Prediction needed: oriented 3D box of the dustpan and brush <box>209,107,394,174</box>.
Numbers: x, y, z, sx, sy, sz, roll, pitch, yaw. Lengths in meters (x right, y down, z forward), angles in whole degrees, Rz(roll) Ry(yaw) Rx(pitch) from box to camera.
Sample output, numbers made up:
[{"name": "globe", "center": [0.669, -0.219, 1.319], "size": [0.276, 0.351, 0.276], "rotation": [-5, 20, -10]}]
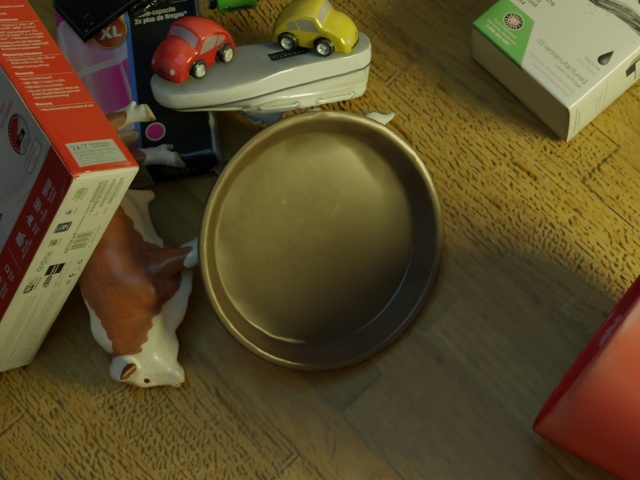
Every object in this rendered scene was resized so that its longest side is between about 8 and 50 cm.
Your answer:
[{"name": "dustpan and brush", "center": [-0.007, -0.116, 1.436], "size": [0.211, 0.147, 0.060], "rotation": [-33, 96, -25]}]

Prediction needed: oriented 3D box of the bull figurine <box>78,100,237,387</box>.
[{"name": "bull figurine", "center": [-0.203, 0.006, 1.383], "size": [0.188, 0.101, 0.310], "rotation": [-32, 83, -2]}]

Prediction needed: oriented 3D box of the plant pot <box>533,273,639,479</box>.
[{"name": "plant pot", "center": [0.379, 0.142, 1.207], "size": [0.243, 0.275, 0.275], "rotation": [36, 77, 10]}]

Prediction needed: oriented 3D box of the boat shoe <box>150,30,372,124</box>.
[{"name": "boat shoe", "center": [-0.063, -0.173, 1.448], "size": [0.258, 0.084, 0.095], "rotation": [-10, 40, -11]}]

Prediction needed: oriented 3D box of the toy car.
[{"name": "toy car", "center": [-0.093, -0.274, 1.457], "size": [0.239, 0.053, 0.225], "rotation": [-11, 42, -13]}]

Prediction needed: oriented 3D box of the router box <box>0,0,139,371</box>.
[{"name": "router box", "center": [-0.359, -0.070, 1.359], "size": [0.082, 0.335, 0.301], "rotation": [-14, 58, -44]}]

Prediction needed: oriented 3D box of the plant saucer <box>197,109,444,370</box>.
[{"name": "plant saucer", "center": [0.000, 0.000, 1.344], "size": [0.277, 0.041, 0.278], "rotation": [-4, 100, -20]}]

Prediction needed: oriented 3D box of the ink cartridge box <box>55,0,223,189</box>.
[{"name": "ink cartridge box", "center": [-0.226, -0.239, 1.537], "size": [0.175, 0.069, 0.371], "rotation": [-10, 65, 3]}]

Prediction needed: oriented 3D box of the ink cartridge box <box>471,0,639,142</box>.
[{"name": "ink cartridge box", "center": [0.304, -0.247, 1.447], "size": [0.219, 0.092, 0.160], "rotation": [-41, 70, -8]}]

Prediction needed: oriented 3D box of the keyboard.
[{"name": "keyboard", "center": [-0.222, -0.304, 1.516], "size": [0.180, 0.023, 0.108], "rotation": [-39, 63, -8]}]
